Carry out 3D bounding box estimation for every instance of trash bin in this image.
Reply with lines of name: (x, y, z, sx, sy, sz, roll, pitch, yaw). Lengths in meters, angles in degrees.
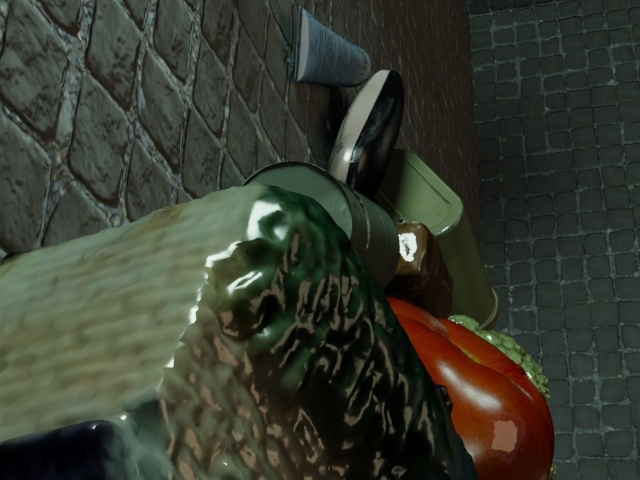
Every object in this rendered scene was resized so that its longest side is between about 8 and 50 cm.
trash bin: (0.168, 0.009, 1.464, 0.243, 0.121, 0.247, 54, -8, 47)

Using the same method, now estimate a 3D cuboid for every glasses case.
glasses case: (0.064, -0.137, 1.294, 0.314, 0.075, 0.122, -67, 167, -53)

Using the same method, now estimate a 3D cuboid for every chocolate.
chocolate: (0.091, 0.059, 1.235, 0.214, 0.148, 0.093, 58, 36, -55)

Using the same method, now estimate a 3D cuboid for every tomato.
tomato: (0.088, 0.194, 0.973, 0.226, 0.298, 0.298, -56, 170, 12)

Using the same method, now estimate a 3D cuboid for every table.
table: (0.000, 0.000, 0.956, 0.220, 0.126, 0.127, 20, 65, -73)

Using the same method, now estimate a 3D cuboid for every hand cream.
hand cream: (0.012, -0.244, 1.238, 0.271, 0.058, 0.091, -13, 110, -71)

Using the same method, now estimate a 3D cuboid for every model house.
model house: (-0.072, 0.180, 0.429, 0.298, 0.243, 0.284, 63, 28, -25)

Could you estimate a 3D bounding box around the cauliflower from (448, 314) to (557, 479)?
cauliflower: (0.191, 0.265, 1.367, 0.281, 0.327, 0.260, -54, 170, 32)
